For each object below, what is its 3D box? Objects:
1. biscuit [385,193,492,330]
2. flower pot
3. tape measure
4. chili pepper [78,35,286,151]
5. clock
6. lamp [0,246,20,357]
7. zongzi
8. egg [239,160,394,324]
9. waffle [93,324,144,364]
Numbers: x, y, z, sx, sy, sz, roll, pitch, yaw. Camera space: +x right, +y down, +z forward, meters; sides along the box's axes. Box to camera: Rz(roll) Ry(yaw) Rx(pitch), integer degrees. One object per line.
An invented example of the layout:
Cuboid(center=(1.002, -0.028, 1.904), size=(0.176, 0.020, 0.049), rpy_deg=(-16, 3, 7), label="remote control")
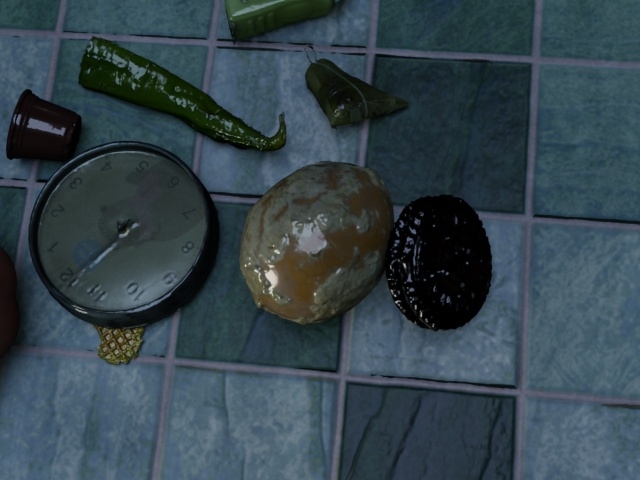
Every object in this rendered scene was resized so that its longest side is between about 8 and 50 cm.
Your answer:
Cuboid(center=(0.164, 0.031, 1.270), size=(0.053, 0.194, 0.195), rpy_deg=(-4, 71, 47), label="biscuit")
Cuboid(center=(-0.410, -0.163, 1.401), size=(0.089, 0.111, 0.111), rpy_deg=(15, 77, -8), label="flower pot")
Cuboid(center=(-0.059, -0.409, 1.422), size=(0.200, 0.106, 0.175), rpy_deg=(-15, 79, -1), label="tape measure")
Cuboid(center=(-0.204, -0.212, 1.402), size=(0.359, 0.076, 0.085), rpy_deg=(23, 106, 13), label="chili pepper")
Cuboid(center=(-0.289, -0.012, 1.361), size=(0.280, 0.055, 0.281), rpy_deg=(-1, 72, 3), label="clock")
Cuboid(center=(-0.566, 0.092, 1.260), size=(0.305, 0.239, 0.305), rpy_deg=(0, 94, -2), label="lamp")
Cuboid(center=(0.046, -0.243, 1.413), size=(0.130, 0.062, 0.154), rpy_deg=(-17, 58, -21), label="zongzi")
Cuboid(center=(0.000, 0.000, 1.271), size=(0.203, 0.203, 0.245), rpy_deg=(36, 71, 12), label="egg")
Cuboid(center=(-0.294, 0.138, 1.352), size=(0.078, 0.016, 0.085), rpy_deg=(-2, 77, 5), label="waffle")
